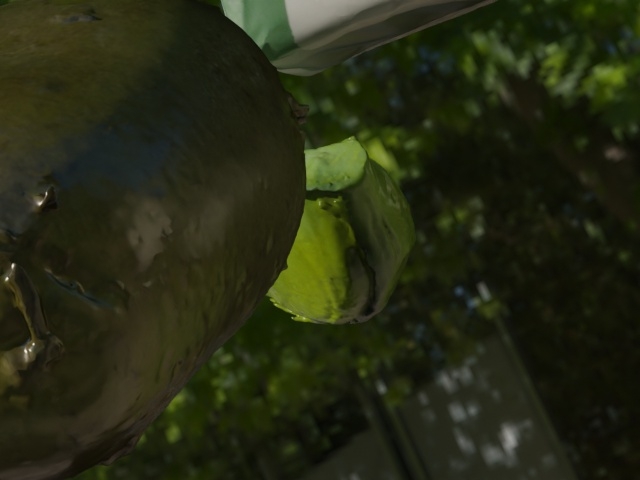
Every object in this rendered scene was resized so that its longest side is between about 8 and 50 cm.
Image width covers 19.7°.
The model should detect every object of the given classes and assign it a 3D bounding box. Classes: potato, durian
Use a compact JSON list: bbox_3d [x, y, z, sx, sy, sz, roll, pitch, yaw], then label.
[{"bbox_3d":[-0.151,-0.001,0.926,0.270,0.219,0.359,-19,14,19],"label":"potato"},{"bbox_3d":[0.000,0.000,1.423,0.101,0.139,0.250,-57,-5,-23],"label":"durian"}]

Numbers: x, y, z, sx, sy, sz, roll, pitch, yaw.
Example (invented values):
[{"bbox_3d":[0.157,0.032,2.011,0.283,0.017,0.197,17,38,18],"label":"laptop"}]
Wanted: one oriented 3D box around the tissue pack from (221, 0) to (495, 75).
[{"bbox_3d":[0.076,-0.300,1.381,0.356,0.266,0.194,-20,-8,16],"label":"tissue pack"}]
